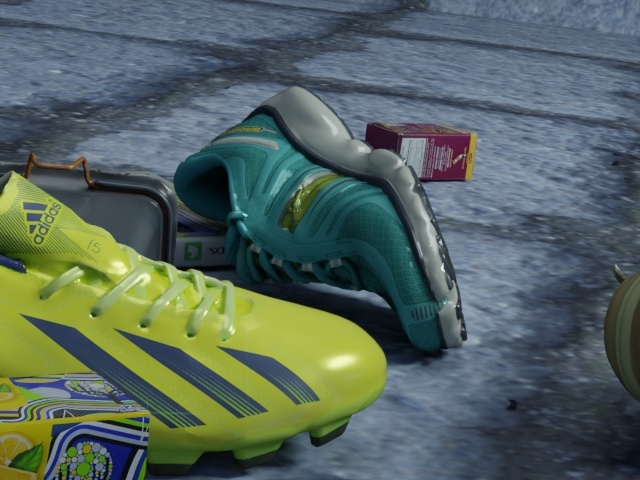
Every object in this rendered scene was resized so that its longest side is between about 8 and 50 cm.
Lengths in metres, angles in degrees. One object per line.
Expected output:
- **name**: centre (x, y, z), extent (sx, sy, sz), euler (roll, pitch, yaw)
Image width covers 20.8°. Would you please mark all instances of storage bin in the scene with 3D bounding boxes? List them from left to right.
- **storage bin**: centre (-0.149, 0.009, 0.954), extent (0.135, 0.098, 0.091), euler (5, 23, -3)

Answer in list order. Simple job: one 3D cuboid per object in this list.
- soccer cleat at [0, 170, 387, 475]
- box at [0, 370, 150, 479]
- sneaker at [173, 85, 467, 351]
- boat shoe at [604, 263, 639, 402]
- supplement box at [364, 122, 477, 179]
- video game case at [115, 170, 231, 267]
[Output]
- **soccer cleat**: centre (-0.109, 0.032, 0.781), extent (0.289, 0.121, 0.093), euler (4, 13, -8)
- **box**: centre (-0.154, 0.088, 0.671), extent (0.169, 0.054, 0.059), euler (-3, 15, -31)
- **sneaker**: centre (0.000, 0.000, 1.058), extent (0.110, 0.107, 0.275), euler (-26, 32, -17)
- **boat shoe**: centre (0.235, 0.053, 0.923), extent (0.285, 0.105, 0.089), euler (8, 4, -42)
- **supplement box**: centre (0.086, -0.077, 1.519), extent (0.083, 0.043, 0.055), euler (-1, 15, -31)
- **video game case**: centre (-0.163, -0.016, 1.187), extent (0.193, 0.023, 0.212), euler (-2, 14, -29)
